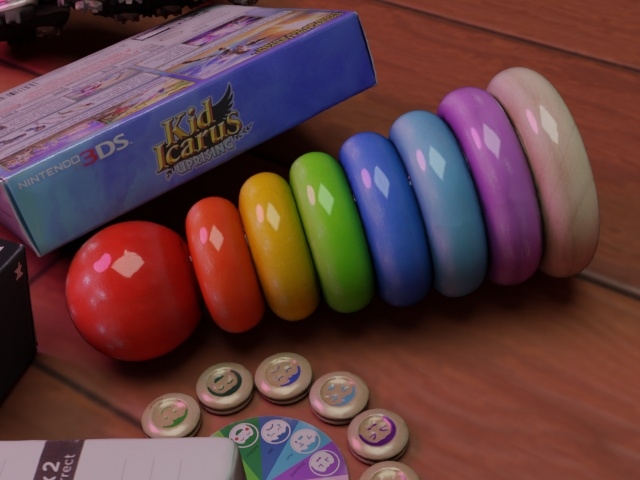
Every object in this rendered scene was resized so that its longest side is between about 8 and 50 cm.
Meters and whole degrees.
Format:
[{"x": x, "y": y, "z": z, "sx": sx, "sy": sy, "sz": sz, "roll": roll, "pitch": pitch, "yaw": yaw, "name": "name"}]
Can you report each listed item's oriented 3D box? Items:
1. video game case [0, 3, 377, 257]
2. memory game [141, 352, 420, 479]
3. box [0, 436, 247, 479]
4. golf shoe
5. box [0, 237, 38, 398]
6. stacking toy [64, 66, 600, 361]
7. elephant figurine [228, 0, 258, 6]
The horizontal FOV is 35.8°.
[{"x": -0.134, "y": -0.098, "z": 0.738, "sx": 0.269, "sy": 0.061, "sz": 0.244, "roll": -30, "pitch": 26, "yaw": -22, "name": "video game case"}, {"x": -0.035, "y": 0.137, "z": 0.564, "sx": 0.186, "sy": 0.012, "sz": 0.186, "roll": -3, "pitch": 43, "yaw": 3, "name": "memory game"}, {"x": -0.086, "y": 0.200, "z": 0.378, "sx": 0.119, "sy": 0.182, "sz": 0.181, "roll": -2, "pitch": 43, "yaw": 4, "name": "box"}, {"x": -0.207, "y": -0.250, "z": 0.874, "sx": 0.272, "sy": 0.120, "sz": 0.105, "roll": -4, "pitch": -1, "yaw": 18, "name": "golf shoe"}, {"x": -0.307, "y": 0.089, "z": 0.549, "sx": 0.184, "sy": 0.103, "sz": 0.261, "roll": 14, "pitch": 40, "yaw": 13, "name": "box"}, {"x": 0.000, "y": 0.000, "z": 0.639, "sx": 0.330, "sy": 0.141, "sz": 0.141, "roll": -17, "pitch": 43, "yaw": -1, "name": "stacking toy"}, {"x": -0.160, "y": -0.326, "z": 1.000, "sx": 0.239, "sy": 0.186, "sz": 0.169, "roll": 8, "pitch": 1, "yaw": 1, "name": "elephant figurine"}]
